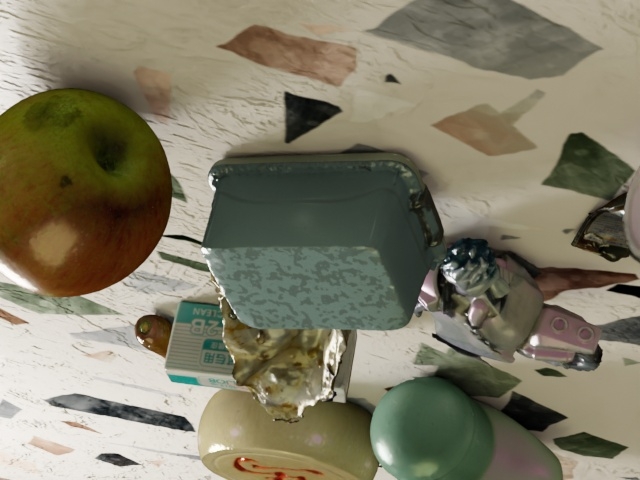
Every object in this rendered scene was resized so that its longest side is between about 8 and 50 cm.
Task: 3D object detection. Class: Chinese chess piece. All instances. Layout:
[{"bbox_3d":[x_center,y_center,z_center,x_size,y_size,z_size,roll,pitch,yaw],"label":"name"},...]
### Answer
[{"bbox_3d":[-0.044,0.293,2.290,0.273,0.102,0.273,7,157,3],"label":"Chinese chess piece"}]

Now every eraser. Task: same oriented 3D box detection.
[{"bbox_3d":[-0.073,0.136,1.943,0.225,0.096,0.052,6,153,8],"label":"eraser"}]

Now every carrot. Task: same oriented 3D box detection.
[{"bbox_3d":[-0.185,0.139,2.068,0.047,0.047,0.191,-1,161,23],"label":"carrot"}]

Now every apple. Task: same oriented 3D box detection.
[{"bbox_3d":[-0.230,-0.048,1.465,0.196,0.196,0.196,8,157,3],"label":"apple"}]

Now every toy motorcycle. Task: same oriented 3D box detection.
[{"bbox_3d":[0.182,0.064,1.664,0.239,0.108,0.204,6,157,8],"label":"toy motorcycle"}]

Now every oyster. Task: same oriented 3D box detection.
[{"bbox_3d":[-0.053,0.104,1.814,0.166,0.094,0.294,8,141,-4],"label":"oyster"}]

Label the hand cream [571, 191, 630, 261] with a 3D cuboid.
[{"bbox_3d":[0.294,-0.017,1.533,0.062,0.039,0.163,10,163,-6],"label":"hand cream"}]

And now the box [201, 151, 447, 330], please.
[{"bbox_3d":[0.000,0.000,1.558,0.227,0.130,0.162,-1,140,22],"label":"box"}]

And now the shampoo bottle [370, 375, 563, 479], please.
[{"bbox_3d":[0.188,0.294,2.146,0.221,0.151,0.349,-2,154,29],"label":"shampoo bottle"}]

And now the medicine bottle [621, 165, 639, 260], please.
[{"bbox_3d":[0.401,0.001,1.383,0.254,0.152,0.152,21,154,-26],"label":"medicine bottle"}]
